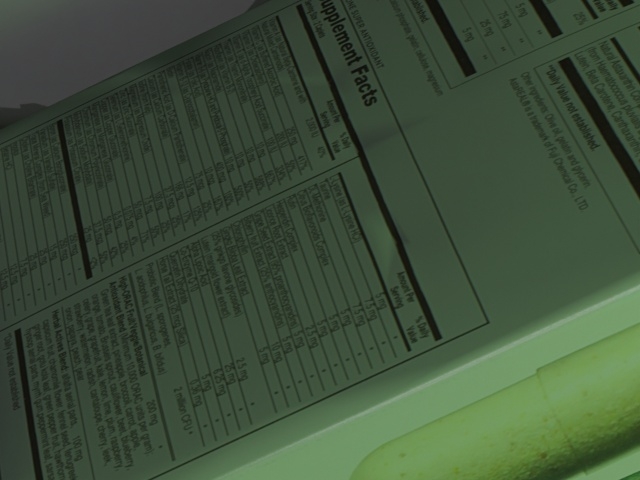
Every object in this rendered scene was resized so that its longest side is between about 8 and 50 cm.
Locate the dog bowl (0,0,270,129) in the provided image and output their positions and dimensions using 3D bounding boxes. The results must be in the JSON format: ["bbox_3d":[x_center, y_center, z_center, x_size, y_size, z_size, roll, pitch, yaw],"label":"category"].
[{"bbox_3d":[-0.114,-0.164,0.665,0.349,0.102,0.348,0,95,-4],"label":"dog bowl"}]

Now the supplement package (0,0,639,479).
[{"bbox_3d":[0.040,0.043,0.584,0.263,0.198,0.199,-25,130,4],"label":"supplement package"}]
